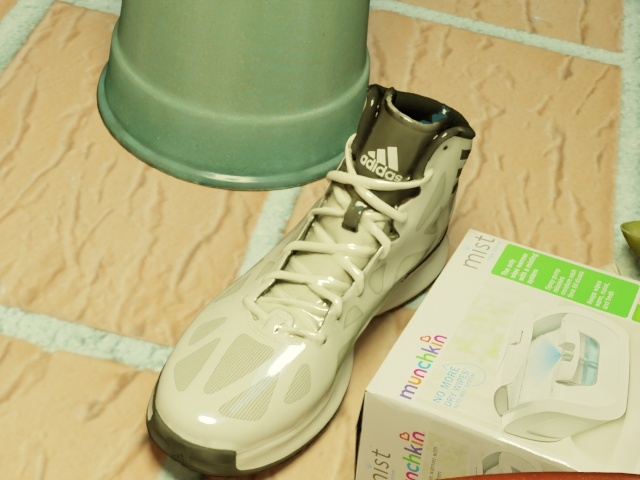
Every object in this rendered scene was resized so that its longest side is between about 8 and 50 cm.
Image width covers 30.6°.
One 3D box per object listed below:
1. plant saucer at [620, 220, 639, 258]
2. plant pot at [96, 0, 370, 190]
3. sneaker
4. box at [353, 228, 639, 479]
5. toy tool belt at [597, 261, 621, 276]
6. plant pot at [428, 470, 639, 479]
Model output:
[{"bbox_3d":[0.440,0.016,1.244,0.241,0.037,0.241,5,10,-1],"label":"plant saucer"},{"bbox_3d":[-0.081,-0.293,1.325,0.341,0.334,0.341,6,41,-5],"label":"plant pot"},{"bbox_3d":[-0.001,-0.001,1.076,0.169,0.257,0.447,28,45,18],"label":"sneaker"},{"bbox_3d":[0.187,0.135,1.047,0.231,0.127,0.262,20,40,18],"label":"box"},{"bbox_3d":[0.295,0.062,1.232,0.051,0.052,0.083,-16,36,17],"label":"toy tool belt"},{"bbox_3d":[0.154,0.303,0.761,0.236,0.267,0.267,-16,48,-23],"label":"plant pot"}]
